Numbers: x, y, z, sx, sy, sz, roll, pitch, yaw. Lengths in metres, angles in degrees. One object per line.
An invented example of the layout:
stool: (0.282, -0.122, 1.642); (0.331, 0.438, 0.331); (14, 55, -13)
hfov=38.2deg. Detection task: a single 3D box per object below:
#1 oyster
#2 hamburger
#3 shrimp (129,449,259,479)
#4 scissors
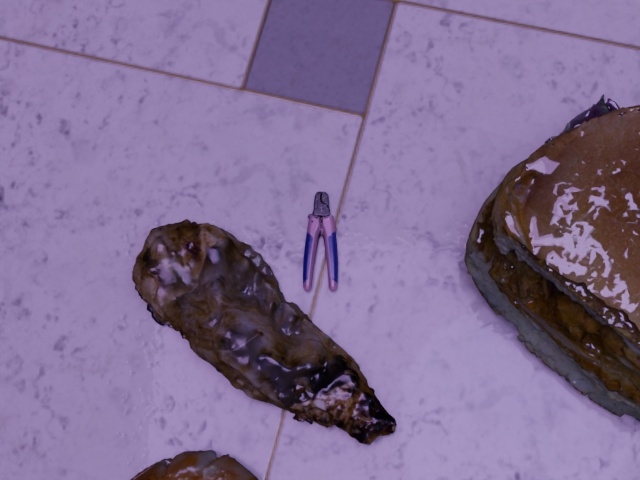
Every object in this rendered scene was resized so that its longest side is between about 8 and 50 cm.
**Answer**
oyster: (-0.061, 0.094, 0.974); (0.345, 0.079, 0.129); (38, 73, 16)
hamburger: (0.325, 0.011, 0.892); (0.318, 0.195, 0.277); (44, 80, 12)
shrimp: (-0.188, 0.318, 0.931); (0.294, 0.062, 0.154); (-27, 62, -5)
scissors: (0.000, 0.000, 1.017); (0.039, 0.012, 0.113); (-1, 75, 5)
